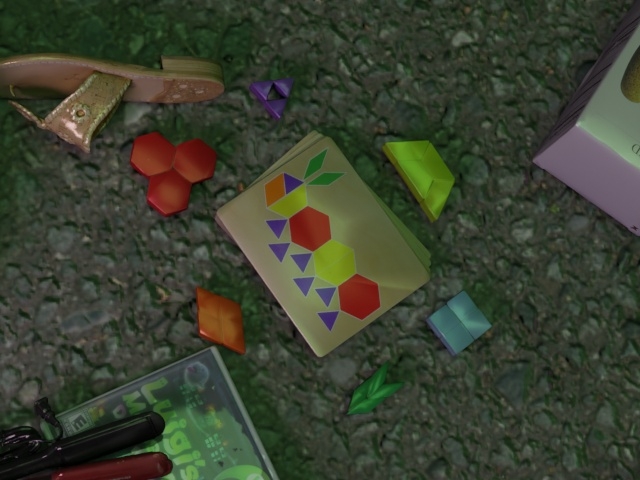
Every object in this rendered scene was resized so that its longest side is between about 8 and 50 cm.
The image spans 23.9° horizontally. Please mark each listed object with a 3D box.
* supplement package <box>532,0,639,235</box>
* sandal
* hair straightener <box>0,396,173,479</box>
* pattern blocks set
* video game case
[{"bbox_3d":[0.337,-0.148,1.455,0.139,0.134,0.244,34,74,-1],"label":"supplement package"},{"bbox_3d":[-0.202,-0.119,1.374,0.240,0.088,0.079,-3,73,-16],"label":"sandal"},{"bbox_3d":[-0.244,0.185,1.311,0.230,0.047,0.089,-15,55,4],"label":"hair straightener"},{"bbox_3d":[0.000,0.000,1.417,0.285,0.026,0.325,-26,84,-14],"label":"pattern blocks set"},{"bbox_3d":[-0.132,0.211,1.339,0.173,0.022,0.190,-23,76,-14],"label":"video game case"}]
